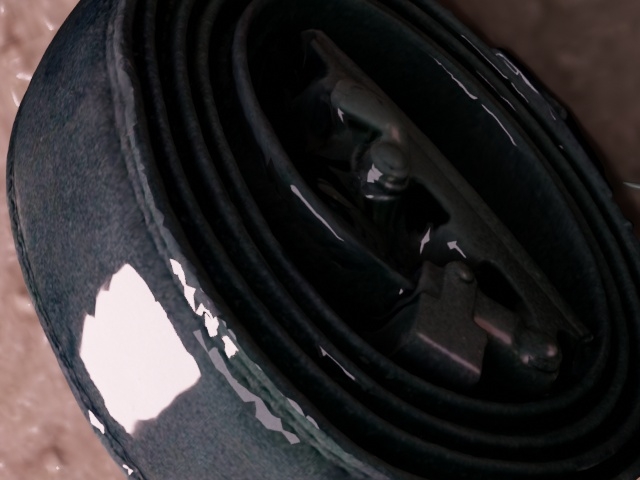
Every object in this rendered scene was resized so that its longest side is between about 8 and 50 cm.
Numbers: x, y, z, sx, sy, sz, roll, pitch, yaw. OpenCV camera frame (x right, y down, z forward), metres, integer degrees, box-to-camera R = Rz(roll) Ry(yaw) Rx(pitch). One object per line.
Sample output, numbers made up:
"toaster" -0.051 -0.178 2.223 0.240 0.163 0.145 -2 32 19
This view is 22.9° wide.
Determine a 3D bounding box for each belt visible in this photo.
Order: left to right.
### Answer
"belt" 0.000 0.000 0.549 0.116 0.206 0.267 -47 68 40

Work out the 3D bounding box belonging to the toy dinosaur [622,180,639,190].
"toy dinosaur" 0.141 -0.044 0.547 0.083 0.021 0.062 1 104 32
